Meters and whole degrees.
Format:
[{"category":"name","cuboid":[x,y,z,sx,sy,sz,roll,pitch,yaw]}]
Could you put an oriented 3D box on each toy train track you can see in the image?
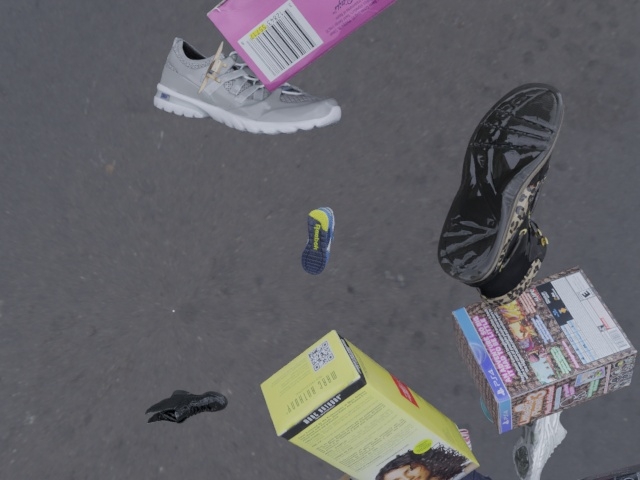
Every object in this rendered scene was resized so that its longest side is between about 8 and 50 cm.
[{"category":"toy train track","cuboid":[-0.085,-0.140,0.628,0.014,0.083,0.048,25,94,-14]}]

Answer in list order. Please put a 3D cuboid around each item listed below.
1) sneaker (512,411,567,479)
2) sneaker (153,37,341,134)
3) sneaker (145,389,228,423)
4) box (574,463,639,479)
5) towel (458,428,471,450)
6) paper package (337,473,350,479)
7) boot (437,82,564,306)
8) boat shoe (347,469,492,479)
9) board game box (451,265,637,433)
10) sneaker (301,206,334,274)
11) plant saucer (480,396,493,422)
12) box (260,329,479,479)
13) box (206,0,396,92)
[{"category":"sneaker","cuboid":[0.522,0.469,1.775,0.115,0.090,0.232,2,104,-18]},{"category":"sneaker","cuboid":[-0.104,-0.214,1.053,0.281,0.105,0.115,13,105,16]},{"category":"sneaker","cuboid":[-0.301,0.381,1.718,0.170,0.089,0.051,2,116,18]},{"category":"box","cuboid":[0.433,0.479,1.242,0.247,0.142,0.164,-24,72,23]},{"category":"towel","cuboid":[0.292,0.520,1.825,0.144,0.029,0.197,-6,129,11]},{"category":"paper package","cuboid":[0.084,0.627,1.510,0.324,0.168,0.309,-40,128,3]},{"category":"boot","cuboid":[0.348,-0.065,1.388,0.138,0.284,0.378,17,78,28]},{"category":"boat shoe","cuboid":[0.073,0.295,0.892,0.340,0.127,0.158,31,92,-47]},{"category":"board game box","cuboid":[0.451,0.222,1.568,0.290,0.141,0.232,-19,48,-1]},{"category":"sneaker","cuboid":[0.000,0.000,1.482,0.053,0.059,0.144,18,118,12]},{"category":"plant saucer","cuboid":[0.421,0.360,1.717,0.119,0.021,0.120,-3,76,10]},{"category":"box","cuboid":[0.052,0.169,0.685,0.087,0.058,0.232,-39,132,11]},{"category":"box","cuboid":[0.012,-0.321,0.914,0.213,0.243,0.117,-30,112,30]}]
